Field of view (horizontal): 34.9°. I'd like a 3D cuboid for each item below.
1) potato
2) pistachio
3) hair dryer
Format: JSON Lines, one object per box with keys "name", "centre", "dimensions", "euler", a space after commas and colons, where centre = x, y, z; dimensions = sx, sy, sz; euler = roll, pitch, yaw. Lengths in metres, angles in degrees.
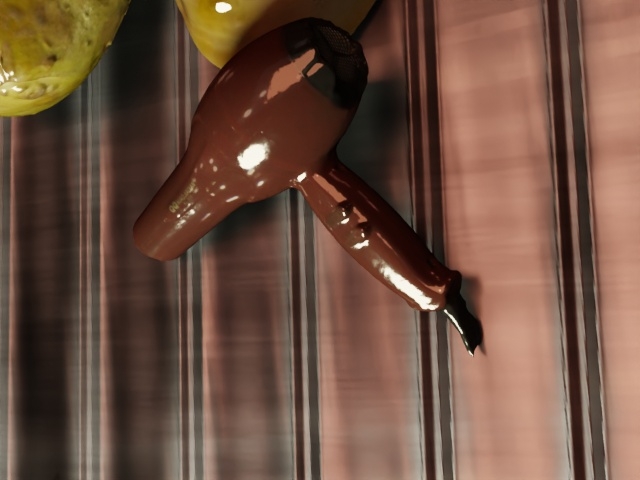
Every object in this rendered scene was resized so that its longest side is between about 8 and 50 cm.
{"name": "potato", "centre": [-0.295, -0.254, 1.072], "dimensions": [0.300, 0.196, 0.246], "euler": [-37, 35, -11]}
{"name": "pistachio", "centre": [-0.027, -0.281, 0.950], "dimensions": [0.261, 0.163, 0.212], "euler": [-34, 111, 3]}
{"name": "hair dryer", "centre": [0.000, 0.000, 0.936], "dimensions": [0.340, 0.123, 0.312], "euler": [47, 127, 7]}
